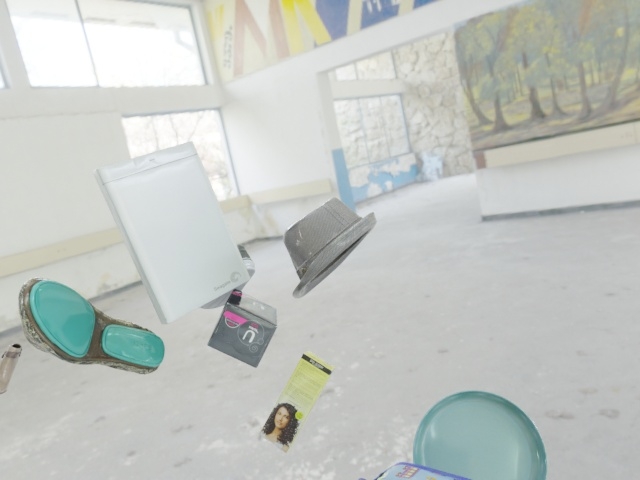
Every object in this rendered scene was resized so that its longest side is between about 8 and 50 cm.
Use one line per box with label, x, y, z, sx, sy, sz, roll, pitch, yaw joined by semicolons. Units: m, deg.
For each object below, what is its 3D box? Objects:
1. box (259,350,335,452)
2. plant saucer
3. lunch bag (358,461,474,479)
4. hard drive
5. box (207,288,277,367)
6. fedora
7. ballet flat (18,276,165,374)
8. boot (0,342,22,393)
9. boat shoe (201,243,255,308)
box;-0.056;0.396;1.278;0.087;0.232;0.058;28;0;14
plant saucer;0.388;0.533;1.274;0.318;0.317;0.043;-12;-15;5
lunch bag;0.189;0.531;0.992;0.293;0.138;0.221;13;18;37
hard drive;-0.319;-0.024;1.154;0.233;0.353;0.047;-28;11;-39
box;-0.236;0.263;1.603;0.165;0.143;0.270;26;1;-7
fedora;0.000;0.000;1.143;0.244;0.124;0.275;-39;-8;-25
ballet flat;-0.596;0.240;1.286;0.182;0.164;0.483;-11;-30;19
boot;-0.658;0.264;1.081;0.042;0.087;0.118;26;-7;-26
boat shoe;-0.334;0.132;1.834;0.121;0.119;0.335;9;-38;-41
